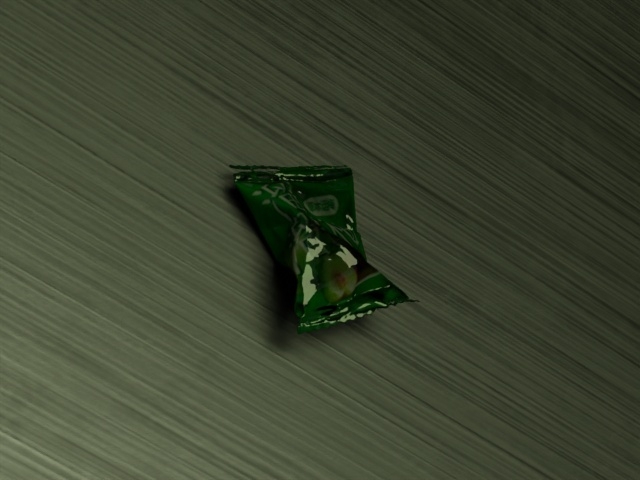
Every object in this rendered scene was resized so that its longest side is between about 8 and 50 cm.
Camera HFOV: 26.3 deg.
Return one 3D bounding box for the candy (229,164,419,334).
[{"bbox_3d":[-0.003,0.002,1.421,0.141,0.078,0.203,4,52,-42],"label":"candy"}]
